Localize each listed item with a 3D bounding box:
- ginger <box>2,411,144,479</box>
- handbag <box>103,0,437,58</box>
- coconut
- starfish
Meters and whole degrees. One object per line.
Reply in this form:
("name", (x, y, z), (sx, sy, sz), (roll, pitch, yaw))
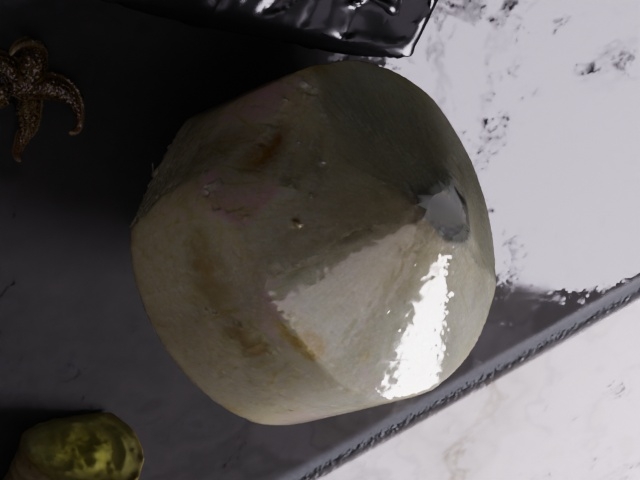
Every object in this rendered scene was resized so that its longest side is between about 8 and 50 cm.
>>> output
("ginger", (-0.214, 0.250, 1.319), (0.263, 0.116, 0.109), (-63, 164, 20))
("handbag", (-0.003, -0.244, 1.038), (0.244, 0.088, 0.275), (9, 120, -25))
("coconut", (0.002, -0.002, 1.127), (0.241, 0.241, 0.241), (-12, 129, -15))
("starfish", (-0.187, -0.090, 1.119), (0.078, 0.028, 0.091), (-2, 129, -14))
